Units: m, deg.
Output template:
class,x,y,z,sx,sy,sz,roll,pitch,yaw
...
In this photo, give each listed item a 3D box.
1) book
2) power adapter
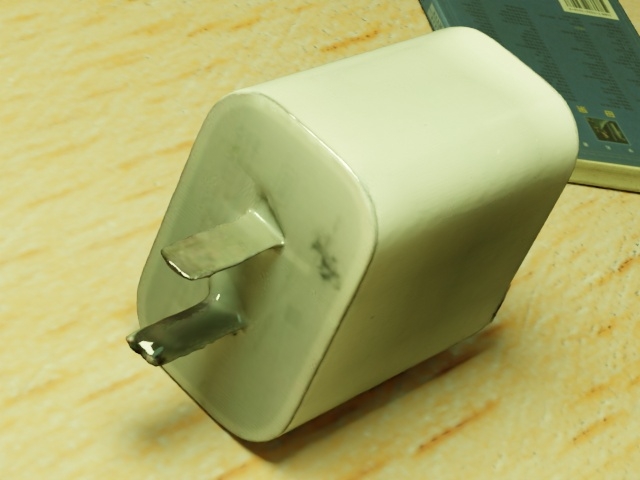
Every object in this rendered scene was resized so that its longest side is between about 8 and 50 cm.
class,x,y,z,sx,sy,sz,roll,pitch,yaw
book,0.182,-0.133,1.377,0.191,0.025,0.269,6,40,-23
power adapter,0.000,0.000,0.957,0.124,0.187,0.255,42,39,23
